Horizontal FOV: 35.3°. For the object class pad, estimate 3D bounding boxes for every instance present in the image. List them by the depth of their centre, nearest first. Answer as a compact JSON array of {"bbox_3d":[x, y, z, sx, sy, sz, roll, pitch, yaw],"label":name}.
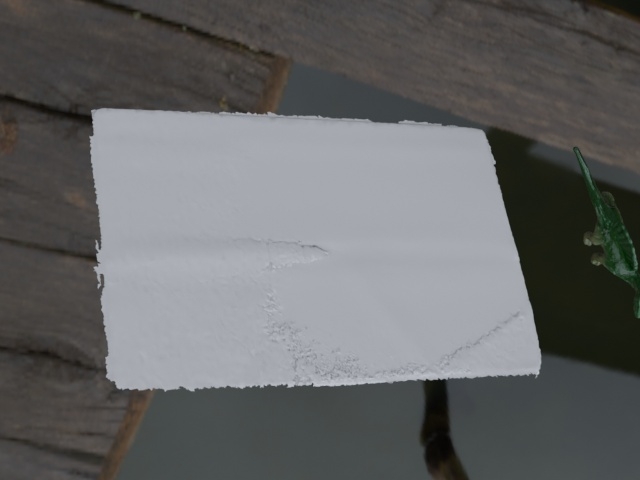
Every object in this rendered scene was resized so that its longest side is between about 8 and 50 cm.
[{"bbox_3d":[0.000,0.000,0.517,0.231,0.157,0.004,1,154,-20],"label":"pad"}]

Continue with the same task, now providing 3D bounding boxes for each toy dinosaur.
[{"bbox_3d":[0.199,-0.009,0.680,0.029,0.060,0.120,-19,103,-2],"label":"toy dinosaur"}]
